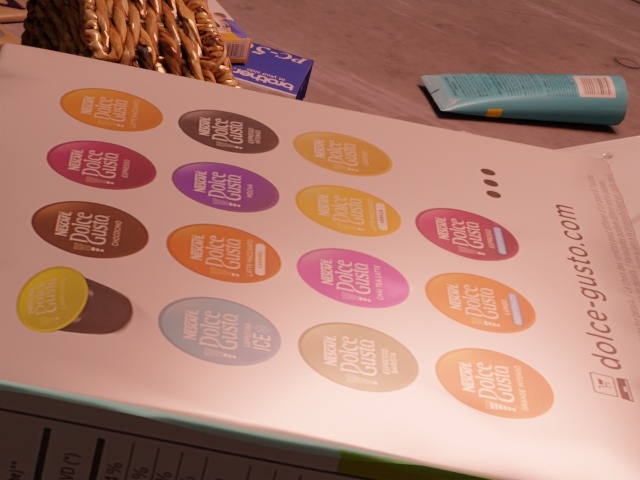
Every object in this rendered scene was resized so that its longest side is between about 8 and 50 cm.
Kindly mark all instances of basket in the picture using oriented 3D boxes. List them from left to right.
[{"bbox_3d":[-0.118,-0.142,1.625,0.223,0.213,0.299,6,28,-18],"label":"basket"}]

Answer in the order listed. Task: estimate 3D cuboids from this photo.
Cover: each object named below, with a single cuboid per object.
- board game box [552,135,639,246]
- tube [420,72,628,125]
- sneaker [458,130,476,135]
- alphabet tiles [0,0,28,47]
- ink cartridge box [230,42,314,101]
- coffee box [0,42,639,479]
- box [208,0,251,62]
[{"bbox_3d":[0.292,0.017,1.558,0.390,0.050,0.390,-9,27,3],"label":"board game box"},{"bbox_3d":[0.210,-0.147,2.014,0.207,0.052,0.080,2,24,-16],"label":"tube"},{"bbox_3d":[0.009,0.016,1.497,0.292,0.118,0.110,-16,61,-11],"label":"sneaker"},{"bbox_3d":[-0.453,-0.236,1.862,0.342,0.011,0.285,-11,36,-43],"label":"alphabet tiles"},{"bbox_3d":[-0.117,-0.164,1.862,0.207,0.046,0.097,17,27,3],"label":"ink cartridge box"},{"bbox_3d":[-0.041,0.145,0.950,0.334,0.338,0.337,11,26,-7],"label":"coffee box"},{"bbox_3d":[-0.129,-0.209,1.859,0.081,0.028,0.136,-2,34,-29],"label":"box"}]
